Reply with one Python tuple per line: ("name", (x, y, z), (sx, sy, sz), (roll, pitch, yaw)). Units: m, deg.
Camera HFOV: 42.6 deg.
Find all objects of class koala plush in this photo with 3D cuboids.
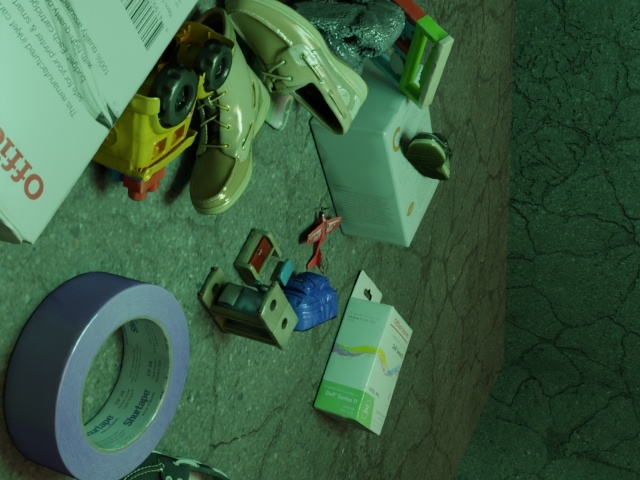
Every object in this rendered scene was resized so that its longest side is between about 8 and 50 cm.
("koala plush", (0.033, -0.345, 1.488), (0.221, 0.203, 0.196), (106, -2, -50))

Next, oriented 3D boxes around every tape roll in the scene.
("tape roll", (-0.294, 0.185, 1.120), (0.275, 0.090, 0.275), (-38, 134, -54))

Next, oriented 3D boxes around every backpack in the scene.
("backpack", (-0.038, 0.122, 1.633), (0.120, 0.098, 0.101), (-26, 116, -44))

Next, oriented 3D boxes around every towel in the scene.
("towel", (-0.085, -0.270, 1.441), (0.152, 0.023, 0.113), (36, 67, -63))

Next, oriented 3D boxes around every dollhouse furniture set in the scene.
("dollhouse furniture set", (-0.100, 0.068, 1.431), (0.184, 0.129, 0.129), (-64, 151, -27))

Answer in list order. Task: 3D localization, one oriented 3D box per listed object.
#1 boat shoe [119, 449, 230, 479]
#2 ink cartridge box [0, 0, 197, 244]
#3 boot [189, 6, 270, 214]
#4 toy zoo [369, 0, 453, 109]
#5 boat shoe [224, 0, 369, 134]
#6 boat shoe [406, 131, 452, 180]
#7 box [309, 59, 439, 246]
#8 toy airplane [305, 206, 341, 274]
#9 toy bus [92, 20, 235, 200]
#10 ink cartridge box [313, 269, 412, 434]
("boat shoe", (-0.240, 0.400, 1.323), (0.302, 0.091, 0.114), (21, 82, -65))
("ink cartridge box", (-0.309, -0.239, 0.805), (0.395, 0.166, 0.285), (-65, 151, -28))
("boot", (-0.160, -0.191, 1.220), (0.203, 0.095, 0.262), (65, 37, -54))
("toy zoo", (0.121, -0.405, 1.551), (0.030, 0.293, 0.192), (-35, 162, -21))
("boat shoe", (-0.044, -0.283, 1.331), (0.302, 0.109, 0.098), (36, 70, -36))
("boat shoe", (0.228, -0.186, 1.686), (0.223, 0.080, 0.074), (39, 61, -68))
("box", (0.128, -0.185, 1.759), (0.215, 0.168, 0.345), (-61, 151, -32))
("toy airplane", (0.000, 0.000, 1.735), (0.151, 0.028, 0.151), (-37, 133, -53))
("toy bus", (-0.220, -0.168, 1.078), (0.220, 0.149, 0.211), (-51, 157, -49))
("ink cartridge box", (0.122, 0.274, 2.005), (0.207, 0.119, 0.354), (48, 57, -60))
